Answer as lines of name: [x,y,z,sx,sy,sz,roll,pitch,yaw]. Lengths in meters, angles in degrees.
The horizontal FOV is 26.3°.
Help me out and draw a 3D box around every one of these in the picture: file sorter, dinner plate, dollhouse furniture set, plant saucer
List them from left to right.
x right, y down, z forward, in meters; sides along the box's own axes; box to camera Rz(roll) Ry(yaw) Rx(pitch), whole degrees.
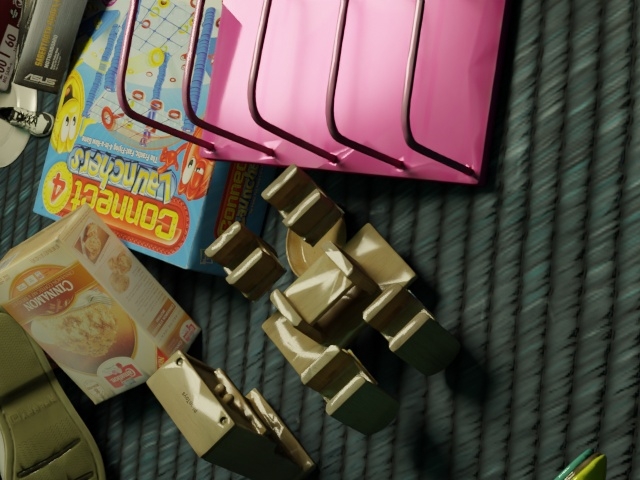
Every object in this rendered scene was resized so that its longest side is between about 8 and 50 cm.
dinner plate: [-0.417,-0.166,1.799,0.141,0.017,0.141,-12,74,45]
dollhouse furniture set: [-0.011,0.100,1.258,0.242,0.161,0.212,-44,57,5]
file sorter: [-0.006,-0.173,1.199,0.290,0.182,0.202,7,86,27]
plant saucer: [0.000,0.000,1.334,0.083,0.015,0.083,-12,73,44]

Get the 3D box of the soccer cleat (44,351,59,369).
soccer cleat: [-0.352,0.122,1.613,0.318,0.108,0.116,-46,67,31]

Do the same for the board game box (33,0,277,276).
board game box: [-0.165,-0.140,1.482,0.308,0.086,0.302,16,93,46]

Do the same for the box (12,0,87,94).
box: [-0.306,-0.307,1.600,0.231,0.056,0.183,-101,30,-52]

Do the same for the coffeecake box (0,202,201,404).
coffeecake box: [-0.242,0.070,1.449,0.142,0.185,0.068,-27,21,39]

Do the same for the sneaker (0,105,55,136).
sneaker: [-0.373,-0.151,1.725,0.083,0.037,0.032,12,90,29]

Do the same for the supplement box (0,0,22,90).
supplement box: [-0.488,-0.293,1.724,0.073,0.239,0.130,10,80,46]

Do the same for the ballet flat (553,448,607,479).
ballet flat: [0.166,0.257,1.079,0.077,0.077,0.231,49,121,16]

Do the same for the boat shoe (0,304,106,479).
boat shoe: [-0.318,0.211,1.523,0.103,0.113,0.302,176,76,-72]
